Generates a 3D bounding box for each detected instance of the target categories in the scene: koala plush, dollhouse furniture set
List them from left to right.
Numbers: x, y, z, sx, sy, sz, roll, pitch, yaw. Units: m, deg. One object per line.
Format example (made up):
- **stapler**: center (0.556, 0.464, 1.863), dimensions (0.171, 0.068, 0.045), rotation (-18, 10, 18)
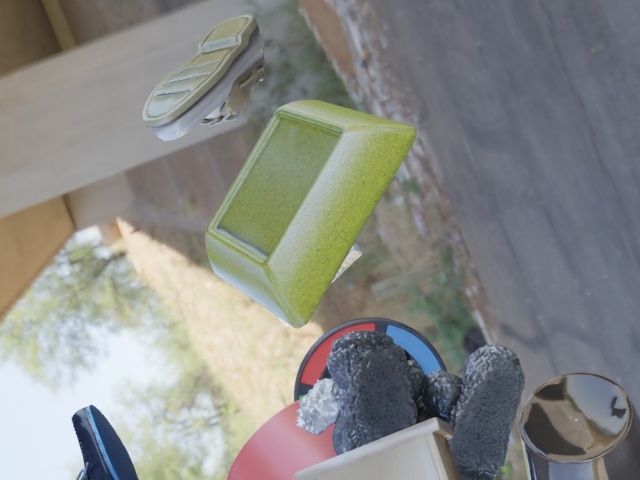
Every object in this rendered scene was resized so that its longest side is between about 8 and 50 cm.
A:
- **koala plush**: center (0.073, 0.188, 1.150), dimensions (0.221, 0.196, 0.203), rotation (-171, 89, -74)
- **dollhouse furniture set**: center (0.081, 0.322, 1.043), dimensions (0.303, 0.286, 0.198), rotation (38, -149, -60)

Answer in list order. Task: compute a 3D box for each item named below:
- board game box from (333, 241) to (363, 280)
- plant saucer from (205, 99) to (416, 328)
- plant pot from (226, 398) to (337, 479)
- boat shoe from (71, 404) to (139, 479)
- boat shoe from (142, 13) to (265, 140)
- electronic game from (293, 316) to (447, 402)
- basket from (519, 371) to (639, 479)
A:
- **board game box**: center (0.000, 0.000, 1.949), dimensions (0.026, 0.103, 0.154), rotation (27, -155, -46)
- **plant saucer**: center (-0.025, -0.039, 0.956), dimensions (0.045, 0.188, 0.188), rotation (32, 177, -31)
- **plant pot**: center (0.033, 0.330, 1.327), dimensions (0.243, 0.275, 0.275), rotation (39, 159, 36)
- **boat shoe**: center (-0.303, 0.360, 1.571), dimensions (0.258, 0.089, 0.109), rotation (66, -174, 13)
- **boat shoe**: center (-0.153, -0.222, 1.650), dimensions (0.302, 0.113, 0.103), rotation (-57, -47, -46)
- **electronic game**: center (0.075, 0.226, 1.629), dimensions (0.048, 0.229, 0.229), rotation (-134, 22, -86)
- **basket**: center (0.321, 0.273, 1.317), dimensions (0.154, 0.204, 0.227), rotation (30, 153, 46)
